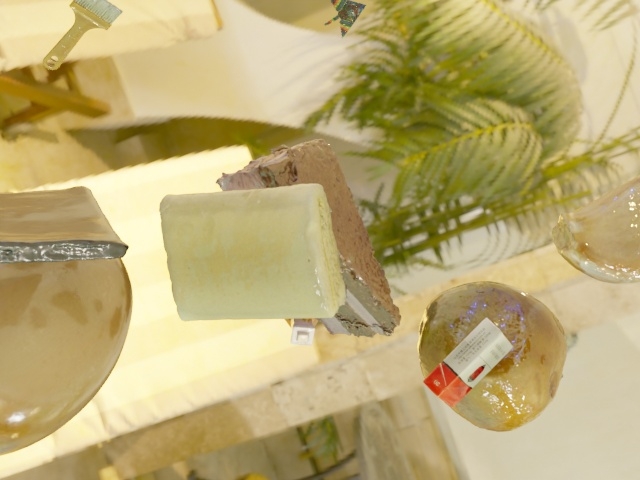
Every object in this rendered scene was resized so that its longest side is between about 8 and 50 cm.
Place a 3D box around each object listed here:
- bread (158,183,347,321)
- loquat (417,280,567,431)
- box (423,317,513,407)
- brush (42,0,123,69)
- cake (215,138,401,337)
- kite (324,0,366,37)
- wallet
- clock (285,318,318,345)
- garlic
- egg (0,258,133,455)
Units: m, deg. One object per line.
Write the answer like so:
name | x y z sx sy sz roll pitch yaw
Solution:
bread | -0.069 0.014 0.963 0.060 0.178 0.139 -32 118 -62
loquat | 0.323 0.218 1.825 0.276 0.284 0.276 16 90 -77
box | 0.251 0.208 1.619 0.048 0.152 0.100 48 3 32
brush | -0.579 -0.486 2.259 0.103 0.272 0.013 31 42 -28
cake | 0.000 0.000 1.143 0.295 0.116 0.112 59 44 -27
kite | 0.047 -0.440 1.855 0.004 0.090 0.122 69 7 31
wallet | -0.292 -0.020 0.994 0.285 0.146 0.030 -148 -120 -65
clock | -0.026 0.064 1.954 0.309 0.166 0.235 -97 -166 -57
garlic | 0.466 -0.031 1.402 0.164 0.245 0.145 50 10 -30
egg | -0.426 0.124 1.289 0.301 0.374 0.301 41 -32 34
